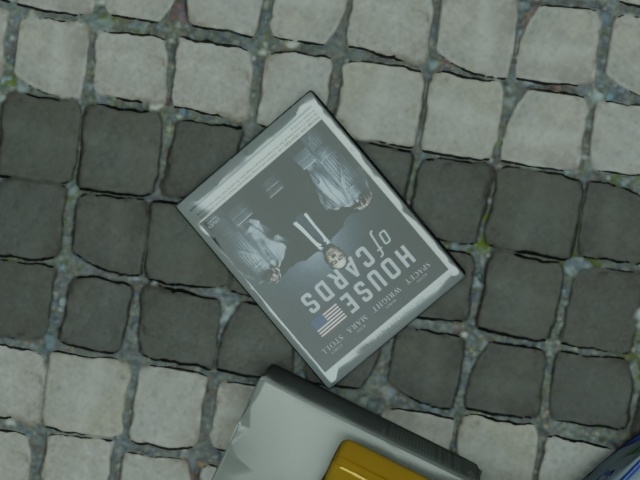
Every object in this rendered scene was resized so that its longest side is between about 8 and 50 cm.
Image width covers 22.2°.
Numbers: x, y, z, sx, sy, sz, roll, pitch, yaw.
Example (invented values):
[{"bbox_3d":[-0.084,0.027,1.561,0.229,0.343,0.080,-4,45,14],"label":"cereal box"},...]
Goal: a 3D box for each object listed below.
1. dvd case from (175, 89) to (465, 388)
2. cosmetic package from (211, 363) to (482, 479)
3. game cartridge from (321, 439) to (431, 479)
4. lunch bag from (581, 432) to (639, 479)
[{"bbox_3d":[0.000,0.000,1.611,0.179,0.029,0.239,-40,89,6],"label":"dvd case"},{"bbox_3d":[0.025,0.229,1.587,0.238,0.107,0.127,28,96,5],"label":"cosmetic package"},{"bbox_3d":[0.088,0.360,1.529,0.285,0.053,0.324,26,131,3],"label":"game cartridge"},{"bbox_3d":[0.356,0.344,1.562,0.243,0.115,0.303,-42,91,0],"label":"lunch bag"}]
